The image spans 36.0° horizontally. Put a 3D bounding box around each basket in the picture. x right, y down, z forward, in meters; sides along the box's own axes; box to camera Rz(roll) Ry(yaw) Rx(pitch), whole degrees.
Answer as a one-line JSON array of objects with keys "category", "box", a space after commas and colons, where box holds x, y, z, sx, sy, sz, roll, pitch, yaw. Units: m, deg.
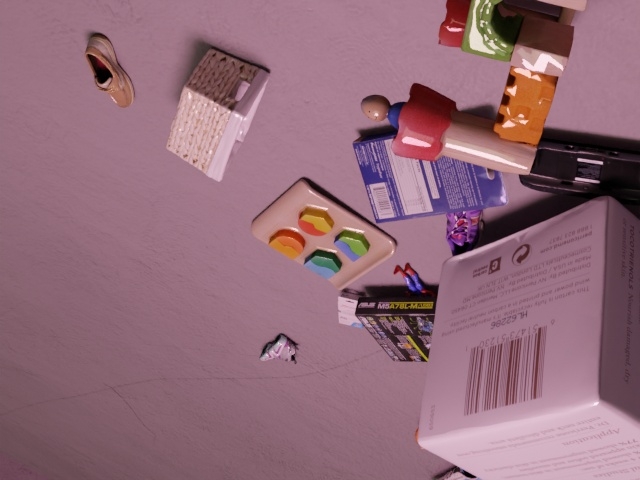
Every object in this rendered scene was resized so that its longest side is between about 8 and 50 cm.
[{"category": "basket", "box": [-0.161, -0.193, 1.506, 0.103, 0.113, 0.167, 27, 142, -2]}]

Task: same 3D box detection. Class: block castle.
[{"category": "block castle", "box": [0.184, -0.320, 1.025, 0.212, 0.303, 0.453, 17, 141, 9]}]

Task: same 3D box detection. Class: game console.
[{"category": "game console", "box": [0.458, -0.095, 1.373, 0.361, 0.044, 0.213, 10, 139, 15]}]

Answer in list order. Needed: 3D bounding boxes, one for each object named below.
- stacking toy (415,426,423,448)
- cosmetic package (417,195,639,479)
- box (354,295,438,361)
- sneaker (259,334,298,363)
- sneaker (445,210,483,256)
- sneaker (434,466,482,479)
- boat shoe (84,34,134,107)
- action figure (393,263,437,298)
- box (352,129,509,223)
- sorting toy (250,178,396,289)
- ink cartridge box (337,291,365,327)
[{"category": "stacking toy", "box": [0.279, 0.383, 1.970, 0.165, 0.175, 0.302, 37, 152, -13]}, {"category": "cosmetic package", "box": [0.408, 0.205, 1.479, 0.393, 0.327, 0.329, 33, 142, -29]}, {"category": "box", "box": [0.183, 0.164, 1.799, 0.184, 0.045, 0.191, -5, 145, 29]}, {"category": "sneaker", "box": [-0.080, 0.239, 2.046, 0.069, 0.038, 0.098, 34, 142, -13]}, {"category": "sneaker", "box": [0.223, -0.033, 1.539, 0.068, 0.071, 0.170, 5, 138, 21]}, {"category": "sneaker", "box": [0.313, 0.521, 2.168, 0.086, 0.085, 0.237, 57, 141, -1]}, {"category": "boat shoe", "box": [-0.340, -0.260, 1.568, 0.050, 0.045, 0.135, 2, 138, 25]}, {"category": "action figure", "box": [0.174, 0.088, 1.747, 0.038, 0.030, 0.115, -19, 129, 37]}, {"category": "box", "box": [0.167, -0.105, 1.468, 0.225, 0.036, 0.136, -6, 108, 34]}, {"category": "sorting toy", "box": [0.000, 0.000, 1.718, 0.208, 0.038, 0.193, 35, 141, -15]}, {"category": "ink cartridge box", "box": [0.059, 0.125, 1.847, 0.048, 0.028, 0.083, 12, 142, 13]}]
